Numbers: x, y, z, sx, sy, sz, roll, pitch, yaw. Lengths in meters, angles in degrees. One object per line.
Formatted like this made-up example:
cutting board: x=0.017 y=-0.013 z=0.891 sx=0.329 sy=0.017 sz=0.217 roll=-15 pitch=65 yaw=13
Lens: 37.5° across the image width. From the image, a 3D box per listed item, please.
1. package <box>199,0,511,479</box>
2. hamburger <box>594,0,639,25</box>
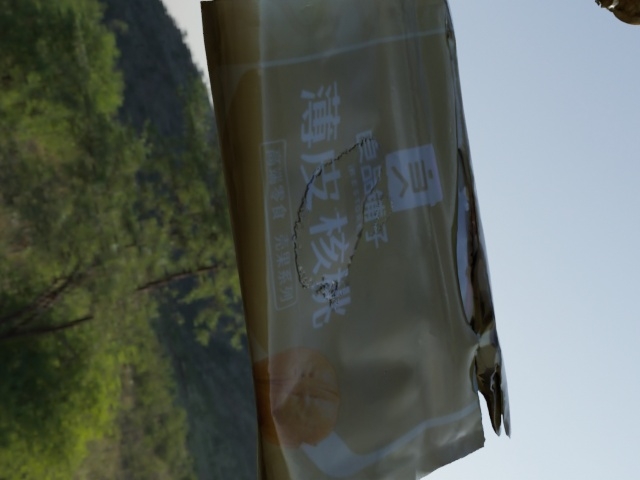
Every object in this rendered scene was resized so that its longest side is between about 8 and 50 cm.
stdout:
package: x=0.033 y=-0.003 z=0.595 sx=0.221 sy=0.165 sz=0.311 roll=-75 pitch=160 yaw=-76
hamburger: x=0.463 y=-0.435 z=1.307 sx=0.211 sy=0.245 sz=0.260 roll=41 pitch=17 yaw=-46
